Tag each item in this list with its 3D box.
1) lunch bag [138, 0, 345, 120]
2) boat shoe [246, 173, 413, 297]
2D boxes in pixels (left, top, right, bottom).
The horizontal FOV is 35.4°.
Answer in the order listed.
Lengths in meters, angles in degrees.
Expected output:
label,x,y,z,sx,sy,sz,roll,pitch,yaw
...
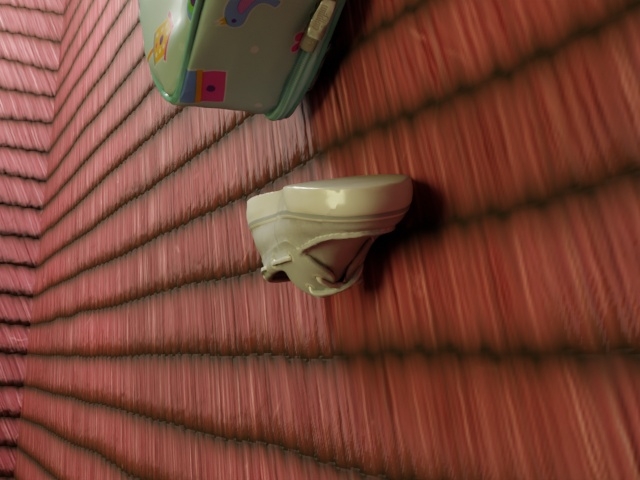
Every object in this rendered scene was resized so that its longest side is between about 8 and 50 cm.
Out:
label,x,y,z,sx,sy,sz,roll,pitch,yaw
lunch bag,-0.045,-0.229,0.670,0.279,0.107,0.224,-106,34,-43
boat shoe,0.000,0.000,0.550,0.184,0.066,0.063,173,90,-65
